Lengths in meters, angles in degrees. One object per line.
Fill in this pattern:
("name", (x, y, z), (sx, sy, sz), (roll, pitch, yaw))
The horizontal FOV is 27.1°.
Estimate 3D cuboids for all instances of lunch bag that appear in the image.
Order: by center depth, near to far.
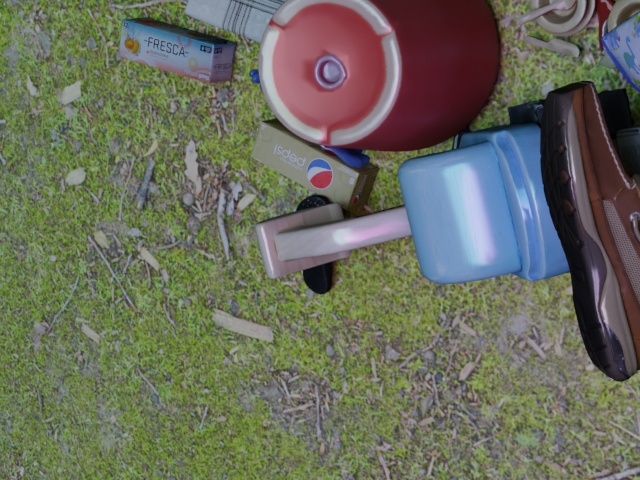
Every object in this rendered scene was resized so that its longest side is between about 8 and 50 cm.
("lunch bag", (0.387, -0.185, 1.388), (0.151, 0.096, 0.129), (58, 169, -1))

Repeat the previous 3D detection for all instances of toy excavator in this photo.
("toy excavator", (0.146, -0.036, 1.672), (0.445, 0.433, 0.222), (-13, 95, -4))

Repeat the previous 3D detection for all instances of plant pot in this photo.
("plant pot", (0.061, -0.229, 1.693), (0.275, 0.243, 0.274), (6, 104, 25))

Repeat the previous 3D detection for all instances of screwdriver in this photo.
("screwdriver", (0.201, -0.181, 1.788), (0.024, 0.025, 0.169), (19, 102, 30))

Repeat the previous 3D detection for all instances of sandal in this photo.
("sandal", (0.000, 0.000, 1.939), (0.067, 0.040, 0.179), (32, 141, 32))

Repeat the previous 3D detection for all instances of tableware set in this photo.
("tableware set", (0.340, -0.280, 1.630), (0.194, 0.039, 0.128), (22, 114, 29))

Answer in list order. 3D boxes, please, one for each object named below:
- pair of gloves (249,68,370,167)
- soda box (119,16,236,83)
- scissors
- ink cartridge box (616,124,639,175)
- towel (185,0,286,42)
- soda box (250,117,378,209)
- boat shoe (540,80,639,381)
("pair of gloves", (-0.016, -0.174, 1.836), (0.023, 0.159, 0.198), (-49, 52, 14))
("soda box", (-0.219, -0.290, 2.017), (0.183, 0.058, 0.062), (20, 111, 28))
("scissors", (0.336, -0.346, 1.655), (0.109, 0.021, 0.297), (-40, 77, 36))
("ink cartridge box", (0.476, -0.018, 1.507), (0.060, 0.239, 0.275), (179, 76, -72))
("towel", (-0.068, -0.436, 1.883), (0.324, 0.056, 0.312), (27, 115, 27))
("soda box", (-0.010, -0.114, 1.918), (0.181, 0.058, 0.061), (30, 116, 25))
("boat shoe", (0.318, -0.015, 1.415), (0.120, 0.122, 0.323), (-16, 103, -2))
